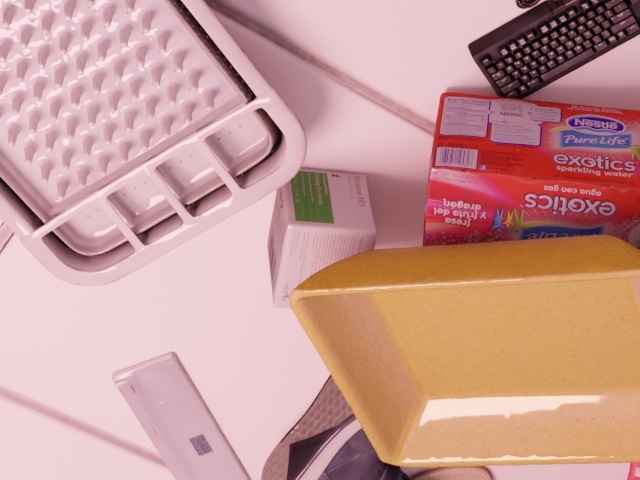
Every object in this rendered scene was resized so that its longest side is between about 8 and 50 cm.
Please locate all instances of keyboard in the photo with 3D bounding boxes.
[{"bbox_3d":[0.224,-0.200,1.563,0.180,0.023,0.108,-29,123,14],"label":"keyboard"},{"bbox_3d":[-0.137,0.222,1.843,0.072,0.014,0.256,-23,125,5],"label":"keyboard"}]

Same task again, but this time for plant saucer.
[{"bbox_3d":[0.177,0.098,1.593,0.333,0.081,0.333,-4,145,19],"label":"plant saucer"}]

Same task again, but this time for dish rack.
[{"bbox_3d":[-0.203,-0.135,1.541,0.285,0.072,0.333,-29,123,16],"label":"dish rack"}]

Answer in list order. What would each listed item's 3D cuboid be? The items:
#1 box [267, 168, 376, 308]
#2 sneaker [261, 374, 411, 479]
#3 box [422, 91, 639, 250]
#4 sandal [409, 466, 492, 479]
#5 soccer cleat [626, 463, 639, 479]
[{"bbox_3d":[0.000,0.000,1.637,0.087,0.101,0.102,5,125,-10],"label":"box"},{"bbox_3d":[0.066,0.208,1.810,0.163,0.086,0.226,30,110,-34],"label":"sneaker"},{"bbox_3d":[0.227,-0.044,1.581,0.257,0.128,0.122,6,129,5],"label":"box"},{"bbox_3d":[0.082,0.325,1.893,0.240,0.079,0.088,-17,125,7],"label":"sandal"},{"bbox_3d":[0.369,0.296,1.902,0.095,0.083,0.248,3,123,-13],"label":"soccer cleat"}]
